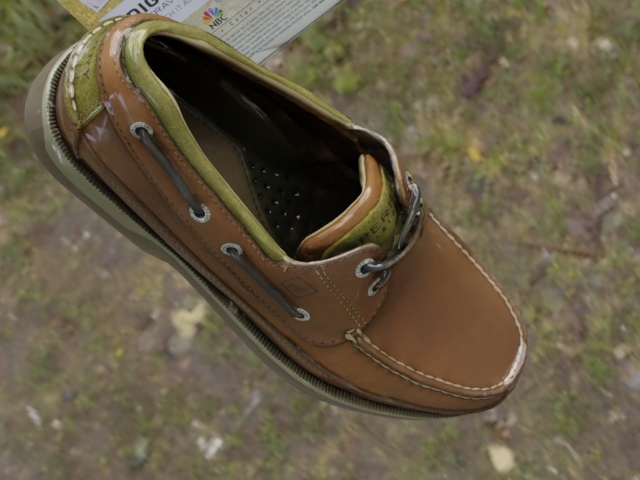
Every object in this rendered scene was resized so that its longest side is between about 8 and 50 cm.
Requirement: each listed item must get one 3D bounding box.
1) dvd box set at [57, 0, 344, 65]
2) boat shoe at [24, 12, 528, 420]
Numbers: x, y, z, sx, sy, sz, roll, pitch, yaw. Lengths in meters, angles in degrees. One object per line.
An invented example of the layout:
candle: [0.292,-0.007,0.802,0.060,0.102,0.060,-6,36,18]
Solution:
dvd box set: [-0.117,-0.307,1.094,0.307,0.420,0.062,-37,36,16]
boat shoe: [0.000,0.000,0.787,0.104,0.307,0.111,-18,47,54]
